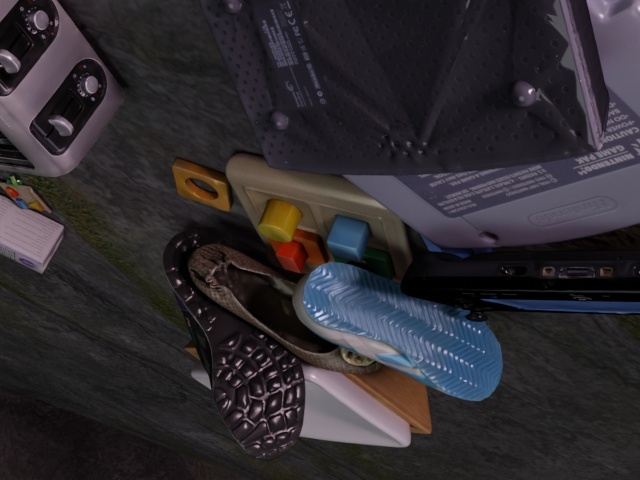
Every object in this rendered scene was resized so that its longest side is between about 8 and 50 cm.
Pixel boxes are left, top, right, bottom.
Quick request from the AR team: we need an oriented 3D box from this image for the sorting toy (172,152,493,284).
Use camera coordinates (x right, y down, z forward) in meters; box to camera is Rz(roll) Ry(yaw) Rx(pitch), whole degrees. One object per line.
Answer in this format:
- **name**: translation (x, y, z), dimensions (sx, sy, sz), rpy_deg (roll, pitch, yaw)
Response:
- **sorting toy**: translation (0.000, 0.000, 0.816), dimensions (0.347, 0.047, 0.196), rpy_deg (14, 153, 18)

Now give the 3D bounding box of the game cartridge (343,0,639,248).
- **game cartridge**: translation (0.140, -0.073, 0.558), dimensions (0.196, 0.060, 0.294), rpy_deg (39, 151, -22)

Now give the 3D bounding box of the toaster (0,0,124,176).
- **toaster**: translation (-0.295, -0.152, 0.695), dimensions (0.185, 0.110, 0.168), rpy_deg (10, 150, 26)

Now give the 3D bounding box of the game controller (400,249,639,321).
- **game controller**: translation (0.226, 0.039, 0.626), dimensions (0.319, 0.067, 0.166), rpy_deg (-2, 178, 35)

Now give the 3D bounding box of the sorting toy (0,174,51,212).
- **sorting toy**: translation (-0.401, -0.064, 1.062), dimensions (0.062, 0.012, 0.083), rpy_deg (13, 153, 21)

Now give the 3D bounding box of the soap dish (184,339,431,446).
- **soap dish**: translation (-0.016, 0.180, 1.093), dimensions (0.290, 0.118, 0.229), rpy_deg (-8, 140, 48)

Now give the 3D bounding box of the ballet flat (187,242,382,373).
- **ballet flat**: translation (-0.036, 0.076, 0.891), dimensions (0.249, 0.084, 0.058), rpy_deg (30, 176, 1)

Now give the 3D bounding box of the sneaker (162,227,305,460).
- **sneaker**: translation (-0.101, 0.126, 0.970), dimensions (0.124, 0.107, 0.283), rpy_deg (119, 129, -70)

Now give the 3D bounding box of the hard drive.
- **hard drive**: translation (0.036, -0.124, 0.468), dimensions (0.254, 0.054, 0.172), rpy_deg (3, 123, 46)

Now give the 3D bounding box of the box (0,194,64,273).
- **box**: translation (-0.518, -0.058, 1.109), dimensions (0.324, 0.067, 0.063), rpy_deg (27, 155, -10)

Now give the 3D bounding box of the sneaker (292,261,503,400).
- **sneaker**: translation (0.080, 0.089, 0.808), dimensions (0.228, 0.087, 0.092), rpy_deg (28, 167, -10)
